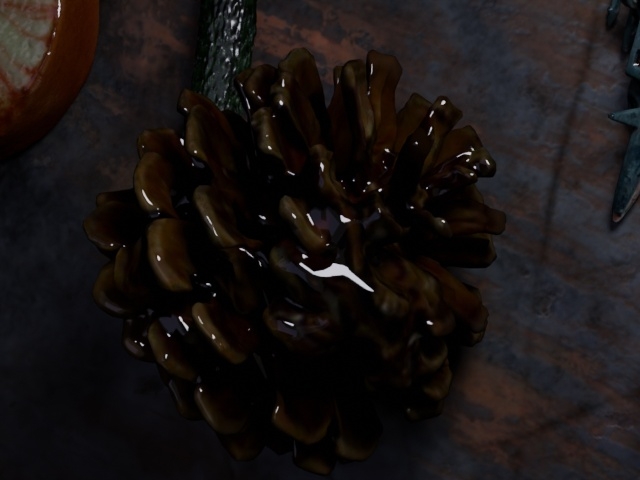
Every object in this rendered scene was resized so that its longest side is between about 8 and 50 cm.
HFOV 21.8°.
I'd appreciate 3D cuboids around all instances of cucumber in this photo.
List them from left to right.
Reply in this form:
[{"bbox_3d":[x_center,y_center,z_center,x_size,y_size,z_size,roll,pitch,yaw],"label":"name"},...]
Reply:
[{"bbox_3d":[-0.111,-0.146,1.773,0.067,0.067,0.294,7,89,22],"label":"cucumber"}]

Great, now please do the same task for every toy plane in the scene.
[{"bbox_3d":[0.329,-0.171,1.575,0.223,0.104,0.326,33,102,48],"label":"toy plane"}]

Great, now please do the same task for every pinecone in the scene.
[{"bbox_3d":[0.000,0.000,1.547,0.397,0.397,0.398,-2,84,22],"label":"pinecone"}]

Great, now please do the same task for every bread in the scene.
[{"bbox_3d":[-0.408,-0.236,1.875,0.327,0.114,0.295,-33,75,16],"label":"bread"}]
